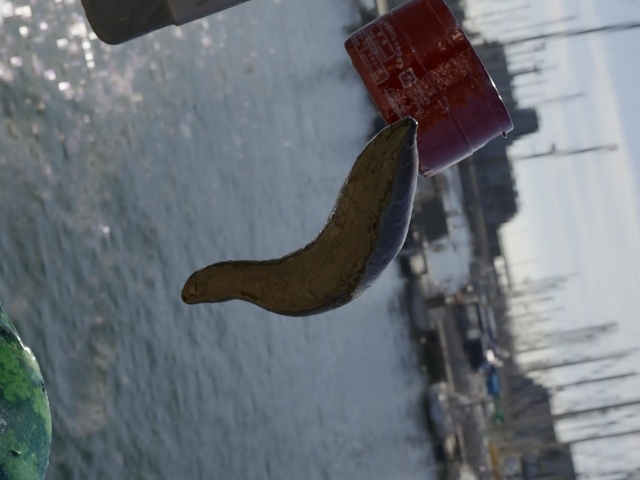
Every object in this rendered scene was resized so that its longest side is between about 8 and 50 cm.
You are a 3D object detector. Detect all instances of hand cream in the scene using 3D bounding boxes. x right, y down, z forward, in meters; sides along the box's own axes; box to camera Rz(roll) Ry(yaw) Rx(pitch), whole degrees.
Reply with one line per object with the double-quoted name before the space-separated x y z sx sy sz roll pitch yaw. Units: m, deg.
"hand cream" 0.121 -0.176 1.436 0.193 0.125 0.193 59 9 -15

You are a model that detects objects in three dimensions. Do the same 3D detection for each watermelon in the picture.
"watermelon" -0.420 0.291 1.465 0.222 0.292 0.319 44 30 -29

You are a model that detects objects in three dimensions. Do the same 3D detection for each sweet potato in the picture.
"sweet potato" 0.002 0.007 1.155 0.108 0.346 0.079 52 40 -4

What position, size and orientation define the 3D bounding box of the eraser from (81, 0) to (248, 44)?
"eraser" -0.016 -0.244 0.970 0.061 0.352 0.089 -118 -172 -73
